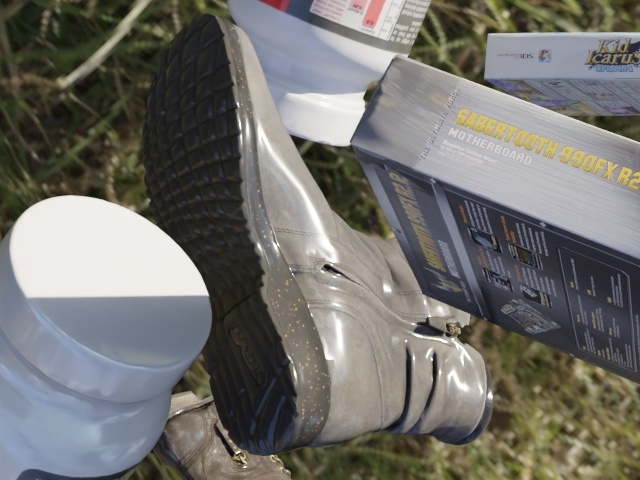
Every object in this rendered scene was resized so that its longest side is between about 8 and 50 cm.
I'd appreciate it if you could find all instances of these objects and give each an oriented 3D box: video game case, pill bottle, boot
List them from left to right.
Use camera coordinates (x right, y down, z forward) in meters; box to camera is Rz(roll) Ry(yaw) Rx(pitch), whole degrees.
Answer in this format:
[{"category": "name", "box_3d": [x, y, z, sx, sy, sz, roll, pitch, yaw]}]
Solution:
[{"category": "pill bottle", "box_3d": [-0.191, 0.110, 0.908, 0.162, 0.162, 0.278, 16, 130, -32]}, {"category": "boot", "box_3d": [-0.062, 0.257, 1.615, 0.263, 0.229, 0.091, -15, 137, -41]}, {"category": "boot", "box_3d": [0.000, 0.000, 1.089, 0.222, 0.118, 0.338, 1, 71, -43]}, {"category": "pill bottle", "box_3d": [0.024, -0.298, 1.538, 0.210, 0.210, 0.363, 14, 106, -32]}, {"category": "video game case", "box_3d": [0.359, -0.201, 1.760, 0.269, 0.244, 0.061, 11, 82, -64]}]

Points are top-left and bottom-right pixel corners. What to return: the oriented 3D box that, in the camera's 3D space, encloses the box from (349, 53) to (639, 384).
[{"category": "box", "box_3d": [0.127, 0.003, 0.772, 0.056, 0.183, 0.231, -62, 158, -13]}]
